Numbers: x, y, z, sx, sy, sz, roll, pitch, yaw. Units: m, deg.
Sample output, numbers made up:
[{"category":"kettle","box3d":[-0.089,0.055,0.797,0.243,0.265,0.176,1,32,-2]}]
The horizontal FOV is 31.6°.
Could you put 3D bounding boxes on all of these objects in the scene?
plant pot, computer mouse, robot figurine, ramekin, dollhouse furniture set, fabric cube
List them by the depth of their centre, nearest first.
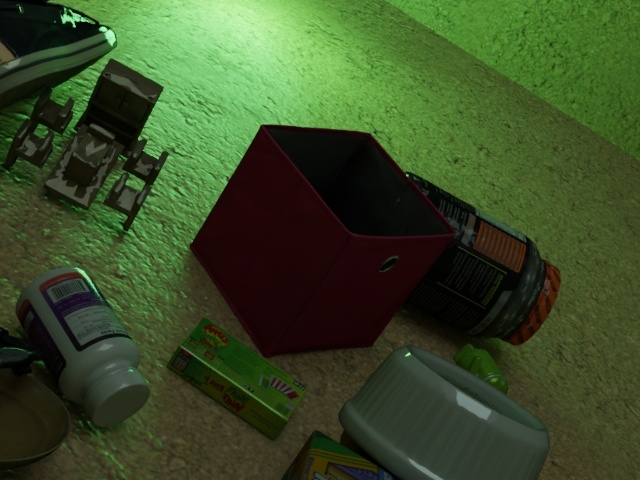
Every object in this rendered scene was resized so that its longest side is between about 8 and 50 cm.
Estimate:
[{"category":"plant pot","box3d":[-0.396,0.191,1.255,0.236,0.032,0.236,19,15,-5]},{"category":"computer mouse","box3d":[-0.448,0.115,1.286,0.184,0.060,0.262,24,3,33]},{"category":"ramekin","box3d":[0.168,0.241,1.450,0.273,0.127,0.273,29,5,-3]},{"category":"fabric cube","box3d":[0.000,0.000,1.775,0.254,0.258,0.259,0,43,-47]},{"category":"dollhouse furniture set","box3d":[-0.359,-0.142,1.798,0.212,0.161,0.242,29,51,-9]},{"category":"robot figurine","box3d":[0.269,0.229,1.897,0.101,0.067,0.115,38,17,-49]}]

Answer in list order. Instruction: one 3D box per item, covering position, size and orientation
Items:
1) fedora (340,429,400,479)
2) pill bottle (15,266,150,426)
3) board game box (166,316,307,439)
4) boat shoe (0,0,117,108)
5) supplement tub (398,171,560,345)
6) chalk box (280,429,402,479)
[{"category":"fedora","box3d":[0.092,0.334,1.543,0.194,0.079,0.194,25,29,-15]},{"category":"pill bottle","box3d":[-0.295,0.135,1.423,0.108,0.108,0.193,-3,46,-48]},{"category":"board game box","box3d":[-0.115,0.192,1.586,0.181,0.043,0.092,35,28,1]},{"category":"boat shoe","box3d":[-0.456,-0.313,1.779,0.156,0.187,0.500,58,14,-8]},{"category":"supplement tub","box3d":[0.241,0.040,2.011,0.338,0.207,0.207,29,29,-9]},{"category":"chalk box","box3d":[0.059,0.395,1.313,0.289,0.180,0.179,31,29,-3]}]
